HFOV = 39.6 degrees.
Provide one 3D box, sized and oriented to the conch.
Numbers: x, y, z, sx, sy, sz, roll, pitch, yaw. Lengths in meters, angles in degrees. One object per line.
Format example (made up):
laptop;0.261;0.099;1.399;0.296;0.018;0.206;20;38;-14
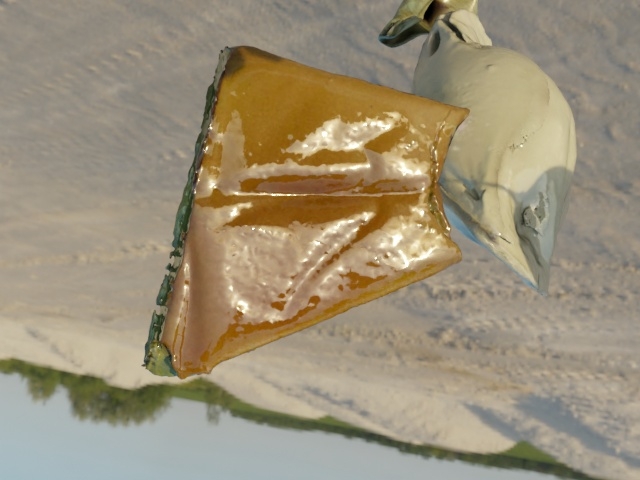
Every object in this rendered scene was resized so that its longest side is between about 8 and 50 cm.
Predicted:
conch;0.157;-0.329;1.143;0.137;0.234;0.114;31;-178;-35

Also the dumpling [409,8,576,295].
dumpling;0.200;-0.079;0.962;0.260;0.181;0.341;50;-174;-41

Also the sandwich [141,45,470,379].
sandwich;0.000;0.000;0.655;0.212;0.245;0.063;13;-178;-11
